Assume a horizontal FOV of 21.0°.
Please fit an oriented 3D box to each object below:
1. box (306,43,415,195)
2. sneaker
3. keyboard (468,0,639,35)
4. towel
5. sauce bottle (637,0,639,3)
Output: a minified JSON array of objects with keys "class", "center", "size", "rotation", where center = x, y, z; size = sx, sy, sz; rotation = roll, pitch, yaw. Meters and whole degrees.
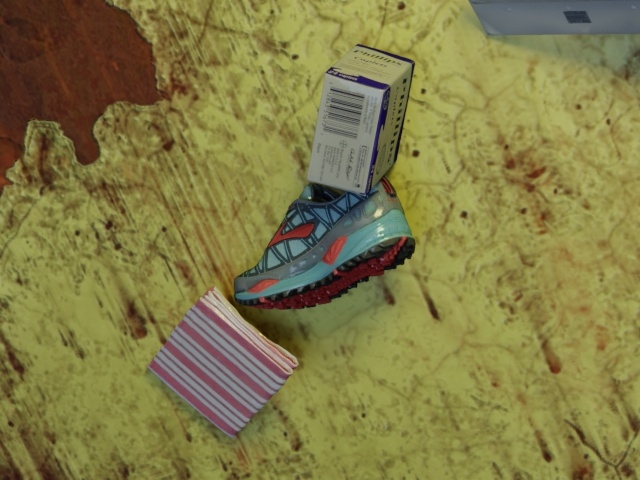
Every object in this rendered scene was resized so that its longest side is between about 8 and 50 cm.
[{"class":"box","center":[0.045,-0.133,1.887],"size":[0.072,0.137,0.126],"rotation":[15,114,11]},{"class":"sneaker","center":[0.000,0.000,1.994],"size":[0.262,0.104,0.125],"rotation":[-25,68,36]},{"class":"keyboard","center":[0.261,-0.239,1.776],"size":[0.256,0.014,0.072],"rotation":[6,148,42]},{"class":"towel","center":[-0.119,0.150,2.087],"size":[0.144,0.029,0.197],"rotation":[42,139,1]},{"class":"sauce bottle","center":[0.336,-0.287,1.744],"size":[0.344,0.111,0.111],"rotation":[30,117,7]}]
